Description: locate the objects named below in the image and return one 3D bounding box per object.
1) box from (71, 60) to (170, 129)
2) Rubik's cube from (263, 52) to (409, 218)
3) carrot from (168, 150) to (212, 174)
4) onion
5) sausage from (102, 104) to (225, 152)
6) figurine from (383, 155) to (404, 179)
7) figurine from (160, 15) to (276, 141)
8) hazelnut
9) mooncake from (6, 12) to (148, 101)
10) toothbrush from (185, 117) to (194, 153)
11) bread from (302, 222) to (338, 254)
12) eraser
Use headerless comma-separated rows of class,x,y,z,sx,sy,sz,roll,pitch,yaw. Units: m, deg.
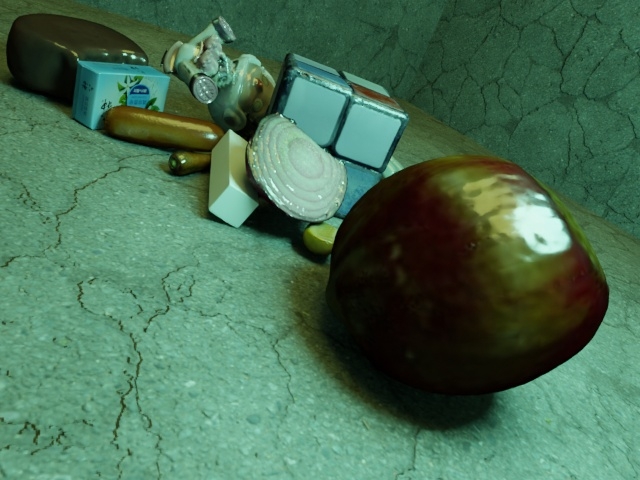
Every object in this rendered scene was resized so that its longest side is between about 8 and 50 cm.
box,-0.513,-0.374,1.223,0.083,0.142,0.232,31,26,16
Rubik's cube,0.006,-0.277,1.248,0.313,0.318,0.316,17,27,-13
carrot,-0.302,-0.190,1.139,0.055,0.055,0.161,29,21,13
onion,-0.072,-0.132,1.037,0.250,0.111,0.247,38,46,-22
sausage,-0.382,-0.277,1.181,0.300,0.083,0.089,6,31,-14
figurine,0.153,-0.349,1.645,0.382,0.205,0.224,38,35,13
figurine,-0.260,-0.455,1.394,0.211,0.253,0.361,17,-11,40
hazelnut,0.210,0.048,0.763,0.421,0.353,0.421,3,48,-3
mooncake,-0.653,-0.488,1.300,0.334,0.174,0.326,21,29,-10
toothbrush,-0.353,-0.275,1.286,0.030,0.030,0.304,12,28,-20
bread,0.000,0.000,1.004,0.082,0.056,0.115,25,21,-3
eraser,-0.198,-0.150,1.070,0.076,0.078,0.298,34,21,-29
